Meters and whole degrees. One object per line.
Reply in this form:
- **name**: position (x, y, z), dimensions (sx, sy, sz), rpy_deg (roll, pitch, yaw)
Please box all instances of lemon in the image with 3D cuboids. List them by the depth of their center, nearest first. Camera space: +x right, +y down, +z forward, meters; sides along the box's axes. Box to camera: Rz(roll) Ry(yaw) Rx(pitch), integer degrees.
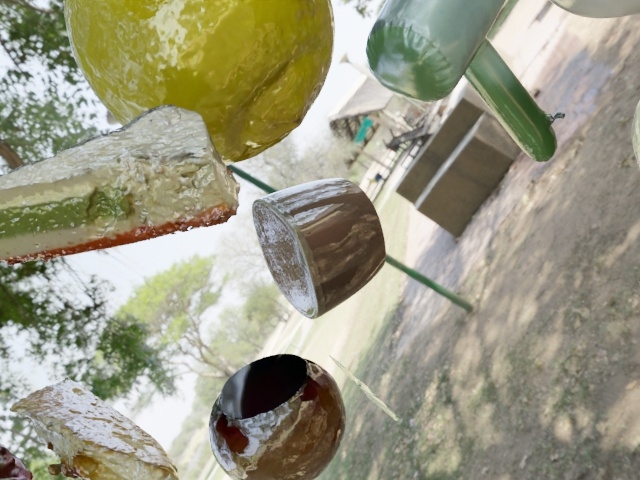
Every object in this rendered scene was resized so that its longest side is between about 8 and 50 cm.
- **lemon**: position (-0.150, -0.268, 0.698), dimensions (0.348, 0.348, 0.348), rpy_deg (-56, 0, -1)

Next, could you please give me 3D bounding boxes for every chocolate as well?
- **chocolate**: position (-0.046, 0.230, 0.651), dimensions (0.177, 0.176, 0.177), rpy_deg (-56, 0, -1)

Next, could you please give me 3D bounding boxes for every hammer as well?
- **hammer**: position (0.211, -0.203, 0.663), dimensions (0.119, 0.335, 0.206), rpy_deg (13, 70, 57)

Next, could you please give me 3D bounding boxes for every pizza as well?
- **pizza**: position (-0.228, 0.205, 0.548), dimensions (0.134, 0.271, 0.056), rpy_deg (38, -106, -54)

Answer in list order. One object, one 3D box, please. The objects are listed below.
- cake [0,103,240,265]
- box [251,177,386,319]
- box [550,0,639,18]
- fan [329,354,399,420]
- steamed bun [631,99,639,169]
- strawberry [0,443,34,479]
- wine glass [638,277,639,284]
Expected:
- **cake**: position (-0.190, -0.058, 0.500), dimensions (0.117, 0.220, 0.086), rpy_deg (-98, -4, -53)
- **box**: position (0.000, 0.000, 1.238), dimensions (0.216, 0.301, 0.301), rpy_deg (-27, -11, -21)
- **box**: position (0.303, -0.345, 0.439), dimensions (0.349, 0.141, 0.289), rpy_deg (-23, -59, -34)
- **fan**: position (0.104, 0.341, 1.227), dimensions (0.009, 0.240, 0.131), rpy_deg (-47, 12, -14)
- **steamed bun**: position (0.597, -0.100, 0.705), dimensions (0.290, 0.371, 0.456), rpy_deg (-30, -19, 18)
- **strawberry**: position (-0.339, 0.274, 0.397), dimensions (0.261, 0.261, 0.258), rpy_deg (-55, -14, -69)
- **wine glass**: position (0.568, 0.058, 0.875), dimensions (0.083, 0.039, 0.042), rpy_deg (-28, -4, 3)
